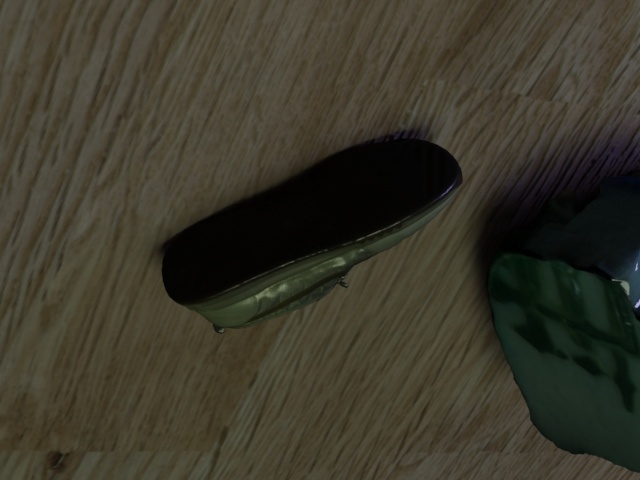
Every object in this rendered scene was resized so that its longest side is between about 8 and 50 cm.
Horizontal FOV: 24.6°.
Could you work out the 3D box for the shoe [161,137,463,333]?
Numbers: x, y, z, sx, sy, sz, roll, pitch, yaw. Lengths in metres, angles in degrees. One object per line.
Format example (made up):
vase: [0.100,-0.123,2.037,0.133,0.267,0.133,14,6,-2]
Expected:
shoe: [0.000,0.000,1.291,0.275,0.103,0.098,-23,142,6]

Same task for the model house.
model house: [0.366,0.034,1.455,0.329,0.252,0.295,-38,120,-21]
